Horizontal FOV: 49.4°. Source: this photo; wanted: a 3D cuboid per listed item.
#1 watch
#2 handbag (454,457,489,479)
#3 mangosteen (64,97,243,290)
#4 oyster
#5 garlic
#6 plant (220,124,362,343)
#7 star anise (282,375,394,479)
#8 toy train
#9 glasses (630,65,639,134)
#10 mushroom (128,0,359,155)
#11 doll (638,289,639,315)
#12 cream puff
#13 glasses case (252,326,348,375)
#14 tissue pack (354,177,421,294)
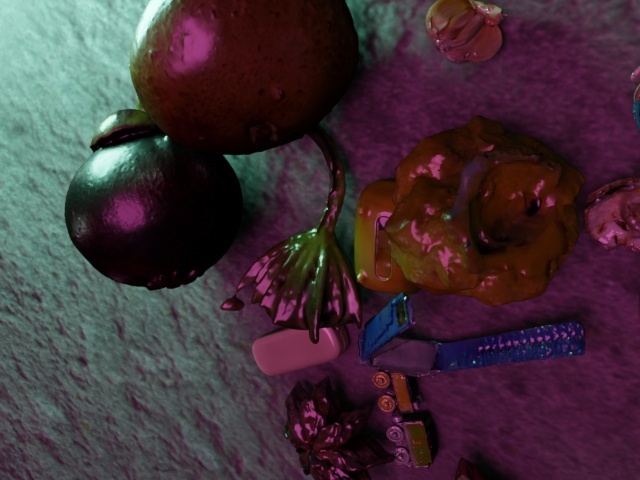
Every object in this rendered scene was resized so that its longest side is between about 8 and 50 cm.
[{"bbox_3d":[0.206,0.153,1.058,0.276,0.068,0.274,11,155,-11],"label":"watch"},{"bbox_3d":[0.283,0.503,1.155,0.213,0.127,0.235,28,120,18],"label":"handbag"},{"bbox_3d":[-0.288,-0.090,1.205,0.307,0.307,0.347,-19,78,33],"label":"mangosteen"},{"bbox_3d":[0.507,-0.068,0.883,0.345,0.078,0.129,-20,116,31],"label":"oyster"},{"bbox_3d":[0.199,-0.292,0.982,0.113,0.074,0.094,37,85,8],"label":"garlic"},{"bbox_3d":[-0.018,0.001,1.128,0.251,0.180,0.333,27,119,27],"label":"plant"},{"bbox_3d":[0.013,0.371,1.257,0.236,0.109,0.223,29,123,32],"label":"star anise"},{"bbox_3d":[0.150,0.300,1.209,0.081,0.060,0.202,-11,100,25],"label":"toy train"},{"bbox_3d":[0.473,-0.126,0.817,0.189,0.221,0.088,-9,140,30],"label":"glasses"},{"bbox_3d":[-0.112,-0.288,1.050,0.331,0.356,0.334,8,130,-17],"label":"mushroom"},{"bbox_3d":[0.537,0.079,0.857,0.251,0.221,0.221,35,124,48],"label":"doll"},{"bbox_3d":[0.223,-0.048,0.926,0.282,0.282,0.185,37,156,15],"label":"cream puff"},{"bbox_3d":[-0.040,0.195,1.288,0.196,0.050,0.083,-20,93,33],"label":"glasses case"},{"bbox_3d":[0.116,-0.004,1.091,0.123,0.127,0.178,9,110,25],"label":"tissue pack"}]
